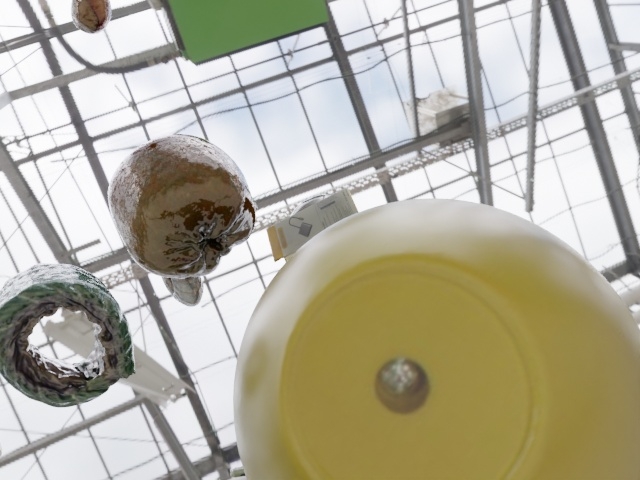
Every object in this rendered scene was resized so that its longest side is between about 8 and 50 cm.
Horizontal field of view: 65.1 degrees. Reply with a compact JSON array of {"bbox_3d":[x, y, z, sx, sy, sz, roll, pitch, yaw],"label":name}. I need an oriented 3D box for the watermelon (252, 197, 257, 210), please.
[{"bbox_3d":[-0.249,-0.085,1.477,0.121,0.158,0.098,43,-58,-17],"label":"watermelon"}]

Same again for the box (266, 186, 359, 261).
[{"bbox_3d":[-0.017,-0.035,1.291,0.247,0.129,0.033,-26,-41,8],"label":"box"}]

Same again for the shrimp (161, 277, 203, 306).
[{"bbox_3d":[-0.384,0.024,1.266,0.116,0.343,0.145,-31,-31,-10],"label":"shrimp"}]

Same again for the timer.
[{"bbox_3d":[0.105,0.142,0.475,0.376,0.376,0.387,-39,-25,0],"label":"timer"}]

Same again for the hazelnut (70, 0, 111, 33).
[{"bbox_3d":[-0.465,-0.465,1.022,0.086,0.086,0.086,-8,-65,-17],"label":"hazelnut"}]

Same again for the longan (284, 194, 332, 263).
[{"bbox_3d":[0.000,0.000,1.591,0.243,0.300,0.300,-4,-66,-16],"label":"longan"}]

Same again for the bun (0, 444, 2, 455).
[{"bbox_3d":[-0.922,0.553,1.279,0.183,0.183,0.102,20,-97,-27],"label":"bun"}]

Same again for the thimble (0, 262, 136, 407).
[{"bbox_3d":[-0.256,0.093,0.497,0.118,0.090,0.135,-29,-65,-23],"label":"thimble"}]

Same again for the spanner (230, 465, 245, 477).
[{"bbox_3d":[-0.078,0.619,1.356,0.325,0.040,0.095,-8,-86,-19],"label":"spanner"}]

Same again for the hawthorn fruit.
[{"bbox_3d":[-0.279,-0.086,0.996,0.268,0.301,0.267,-33,-23,-15],"label":"hawthorn fruit"}]
